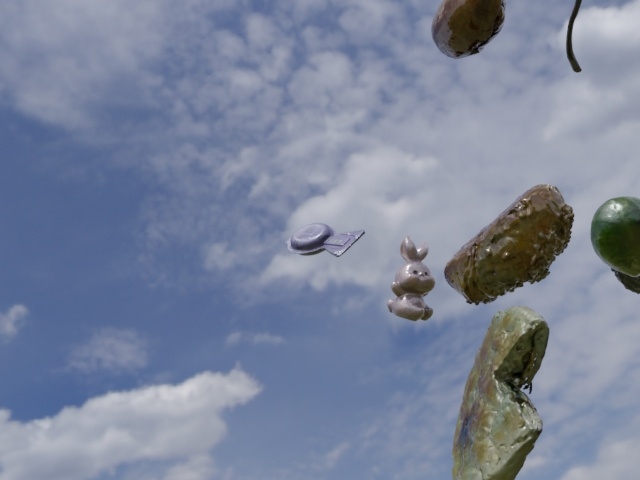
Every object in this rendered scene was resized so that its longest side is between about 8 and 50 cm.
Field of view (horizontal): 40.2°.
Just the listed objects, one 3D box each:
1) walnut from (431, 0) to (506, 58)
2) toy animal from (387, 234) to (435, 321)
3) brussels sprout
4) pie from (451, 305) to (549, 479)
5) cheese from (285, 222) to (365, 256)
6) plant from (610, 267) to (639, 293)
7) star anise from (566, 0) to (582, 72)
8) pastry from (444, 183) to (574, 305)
[{"bbox_3d":[0.258,-0.384,1.514,0.115,0.116,0.207,-6,-14,-10],"label":"walnut"},{"bbox_3d":[0.236,0.095,2.207,0.124,0.213,0.124,7,-1,0],"label":"toy animal"},{"bbox_3d":[0.689,-0.008,1.965,0.161,0.181,0.143,1,-24,-40],"label":"brussels sprout"},{"bbox_3d":[0.275,0.267,1.383,0.075,0.338,0.338,19,-39,-3],"label":"pie"},{"bbox_3d":[0.000,0.000,1.860,0.190,0.105,0.042,6,-51,47],"label":"cheese"},{"bbox_3d":[0.846,0.005,2.082,0.181,0.194,0.321,-36,-12,-31],"label":"plant"},{"bbox_3d":[0.464,-0.409,1.420,0.148,0.219,0.227,-6,-3,-11],"label":"star anise"},{"bbox_3d":[0.408,0.021,1.835,0.311,0.162,0.255,-44,-3,39],"label":"pastry"}]
